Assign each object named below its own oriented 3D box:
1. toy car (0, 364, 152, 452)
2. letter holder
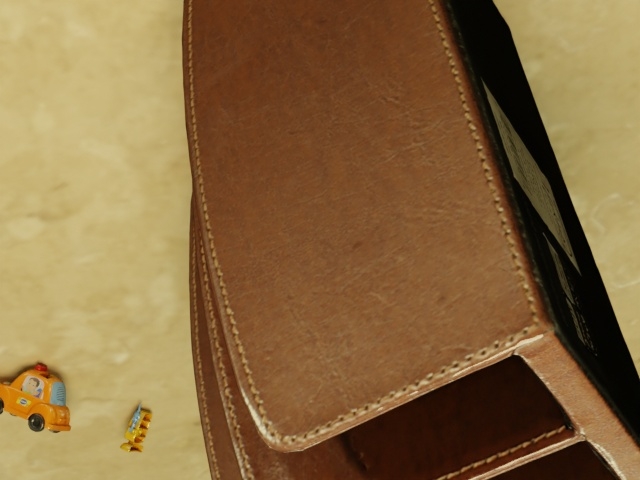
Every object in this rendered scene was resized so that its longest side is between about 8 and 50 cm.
[{"bbox_3d":[-0.169,0.110,0.968,0.122,0.060,0.041,24,86,-56],"label":"toy car"},{"bbox_3d":[0.000,0.000,0.661,0.214,0.302,0.152,-25,138,16],"label":"letter holder"}]
